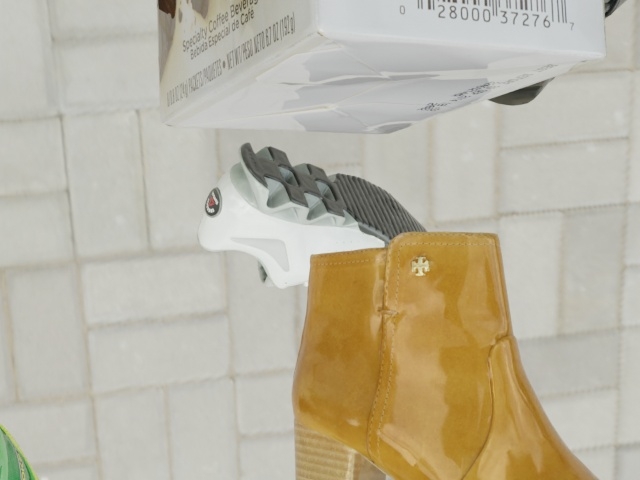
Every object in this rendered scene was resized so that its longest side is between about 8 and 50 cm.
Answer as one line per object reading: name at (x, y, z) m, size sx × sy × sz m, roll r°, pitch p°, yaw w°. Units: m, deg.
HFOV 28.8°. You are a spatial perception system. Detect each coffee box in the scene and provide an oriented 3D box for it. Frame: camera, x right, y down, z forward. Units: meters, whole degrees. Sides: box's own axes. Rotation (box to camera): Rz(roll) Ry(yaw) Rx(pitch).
coffee box at (0.010, -0.202, 0.488) m, size 0.119 × 0.168 × 0.297 m, roll 0°, pitch 84°, yaw -25°

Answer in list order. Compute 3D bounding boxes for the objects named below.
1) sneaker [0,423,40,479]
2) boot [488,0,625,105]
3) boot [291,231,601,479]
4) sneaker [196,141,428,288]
sneaker at (-0.263, 0.190, 0.646) m, size 0.109 × 0.295 × 0.123 m, roll 6°, pitch 123°, yaw 26°
boot at (0.191, -0.314, 1.044) m, size 0.260 × 0.131 × 0.348 m, roll -44°, pitch 138°, yaw -28°
boot at (0.113, 0.100, 0.817) m, size 0.295 × 0.104 × 0.211 m, roll 3°, pitch 84°, yaw 24°
sneaker at (0.000, 0.000, 1.468) m, size 0.330 × 0.122 × 0.146 m, roll 22°, pitch 121°, yaw -33°
